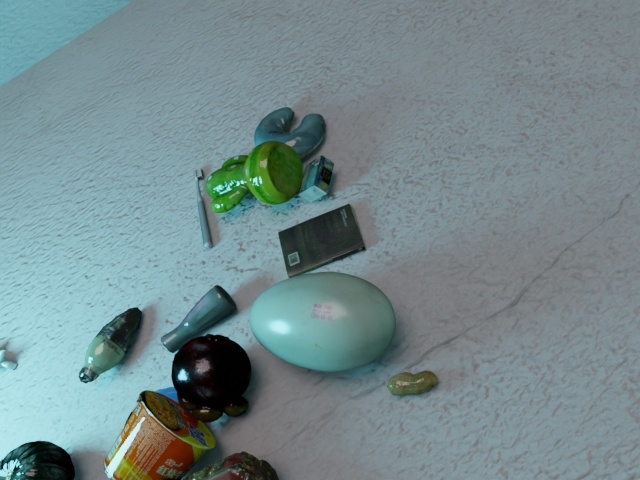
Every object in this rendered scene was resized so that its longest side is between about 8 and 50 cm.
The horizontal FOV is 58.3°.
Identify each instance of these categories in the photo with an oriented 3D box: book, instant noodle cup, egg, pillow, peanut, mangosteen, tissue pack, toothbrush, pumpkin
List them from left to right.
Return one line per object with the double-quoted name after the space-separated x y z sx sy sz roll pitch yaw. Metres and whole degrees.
-0.722 0.612 1.424 0.220 0.162 0.221 -17 42 16 "pumpkin"
-0.375 0.474 1.308 0.213 0.213 0.174 33 82 36 "instant noodle cup"
-0.377 -0.107 1.834 0.030 0.025 0.342 -21 52 7 "toothbrush"
-0.265 0.329 1.395 0.209 0.210 0.210 -12 55 17 "mangosteen"
-0.099 -0.344 1.831 0.233 0.086 0.214 16 61 29 "pillow"
-0.004 0.188 1.343 0.370 0.230 0.230 -3 58 28 "egg"
-0.004 -0.175 1.685 0.085 0.079 0.111 -25 43 49 "tissue pack"
0.000 0.000 1.595 0.228 0.024 0.160 -22 53 9 "book"
0.205 0.318 1.279 0.113 0.054 0.054 -12 55 13 "peanut"

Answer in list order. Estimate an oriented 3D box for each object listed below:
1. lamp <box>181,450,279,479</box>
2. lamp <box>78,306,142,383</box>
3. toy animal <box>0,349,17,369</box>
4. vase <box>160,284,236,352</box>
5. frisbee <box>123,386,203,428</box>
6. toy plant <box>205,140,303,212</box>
-0.219 0.569 1.226 0.273 0.177 0.177 -27 52 6 "lamp"
-0.591 0.292 1.622 0.101 0.101 0.250 7 50 27 "lamp"
-1.010 0.369 1.771 0.124 0.071 0.085 21 50 42 "toy animal"
-0.337 0.220 1.569 0.214 0.086 0.086 -40 52 1 "vase"
-0.408 0.484 1.445 0.242 0.045 0.242 -12 54 16 "frisbee"
-0.221 -0.183 1.747 0.315 0.184 0.224 -7 50 39 "toy plant"
